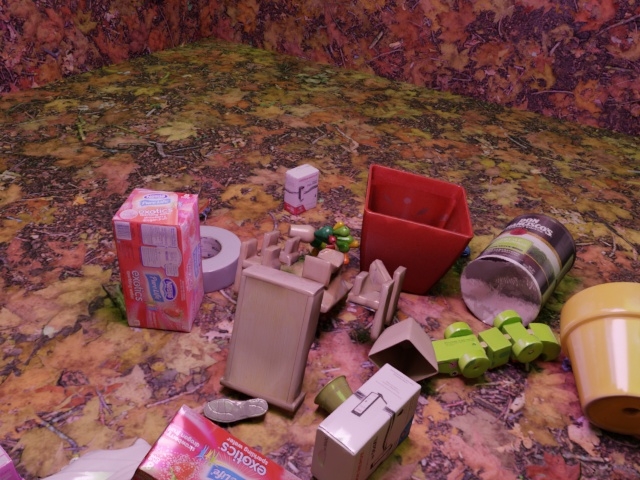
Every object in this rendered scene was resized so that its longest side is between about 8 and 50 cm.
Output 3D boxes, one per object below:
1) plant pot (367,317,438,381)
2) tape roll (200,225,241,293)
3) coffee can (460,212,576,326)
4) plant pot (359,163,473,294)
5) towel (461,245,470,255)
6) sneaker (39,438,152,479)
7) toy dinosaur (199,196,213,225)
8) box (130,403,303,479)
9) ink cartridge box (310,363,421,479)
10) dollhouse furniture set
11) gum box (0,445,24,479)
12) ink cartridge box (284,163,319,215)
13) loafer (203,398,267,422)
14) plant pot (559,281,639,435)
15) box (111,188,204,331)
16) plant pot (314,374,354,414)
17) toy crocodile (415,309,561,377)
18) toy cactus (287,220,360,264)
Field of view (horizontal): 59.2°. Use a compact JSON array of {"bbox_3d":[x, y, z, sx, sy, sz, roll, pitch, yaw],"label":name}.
[{"bbox_3d":[0.181,0.231,1.206,0.109,0.109,0.096,-32,21,31],"label":"plant pot"},{"bbox_3d":[-0.318,0.048,1.499,0.219,0.072,0.219,2,34,-2],"label":"tape roll"},{"bbox_3d":[0.509,0.074,1.439,0.201,0.202,0.275,25,39,29],"label":"coffee can"},{"bbox_3d":[0.226,-0.014,1.491,0.266,0.236,0.267,14,33,0],"label":"plant pot"},{"bbox_3d":[0.328,-0.062,1.771,0.243,0.040,0.336,5,33,0],"label":"towel"},{"bbox_3d":[-0.401,0.419,0.923,0.296,0.111,0.129,-7,23,-29],"label":"sneaker"},{"bbox_3d":[-0.366,-0.090,1.710,0.047,0.090,0.082,-1,-1,19],"label":"toy dinosaur"},{"bbox_3d":[-0.156,0.394,0.872,0.256,0.123,0.128,33,37,0],"label":"box"},{"bbox_3d":[0.084,0.346,1.025,0.085,0.148,0.203,30,42,30],"label":"ink cartridge box"},{"bbox_3d":[-0.040,0.168,1.284,0.361,0.257,0.394,16,14,16],"label":"dollhouse furniture set"},{"bbox_3d":[-0.569,0.413,0.884,0.062,0.107,0.188,28,40,31],"label":"gum box"},{"bbox_3d":[-0.061,-0.161,1.787,0.099,0.135,0.056,-27,45,-37],"label":"ink cartridge box"},{"bbox_3d":[-0.167,0.338,1.117,0.125,0.039,0.045,-2,67,-5],"label":"loafer"},{"bbox_3d":[0.630,0.255,1.163,0.253,0.254,0.239,12,50,11],"label":"plant pot"},{"bbox_3d":[-0.359,0.048,1.286,0.153,0.300,0.142,5,34,2],"label":"box"},{"bbox_3d":[0.043,0.327,1.124,0.083,0.083,0.079,-23,55,-35],"label":"plant pot"},{"bbox_3d":[0.381,0.245,1.270,0.340,0.105,0.115,-10,36,-13],"label":"toy crocodile"},{"bbox_3d":[0.000,0.000,1.516,0.180,0.112,0.219,10,-4,-15],"label":"toy cactus"}]
